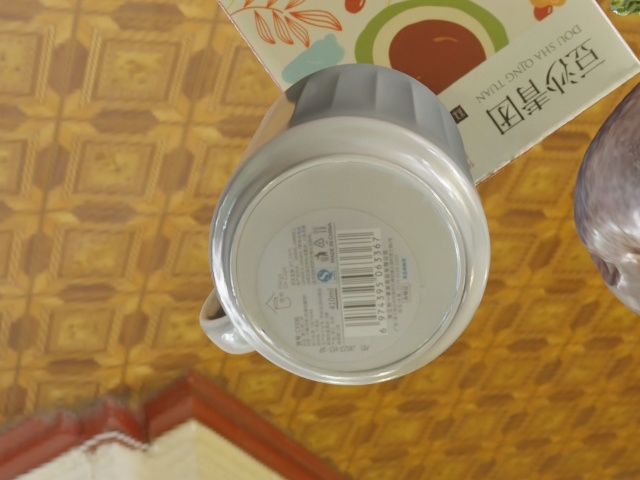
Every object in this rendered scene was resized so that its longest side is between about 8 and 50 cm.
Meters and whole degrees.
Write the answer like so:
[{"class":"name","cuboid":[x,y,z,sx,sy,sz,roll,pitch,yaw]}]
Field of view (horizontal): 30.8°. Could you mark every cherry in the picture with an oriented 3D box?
[{"class":"cherry","cuboid":[0.211,-0.033,0.583,0.176,0.140,0.176,-50,171,-10]}]

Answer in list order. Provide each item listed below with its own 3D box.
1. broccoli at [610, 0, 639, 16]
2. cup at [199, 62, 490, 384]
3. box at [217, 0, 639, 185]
[{"class":"broccoli","cuboid":[0.564,-0.385,1.573,0.324,0.272,0.334,34,116,-20]},{"class":"cup","cuboid":[0.000,0.000,1.101,0.323,0.327,0.237,-42,102,15]},{"class":"box","cuboid":[0.113,-0.249,1.351,0.344,0.385,0.122,-35,177,6]}]
